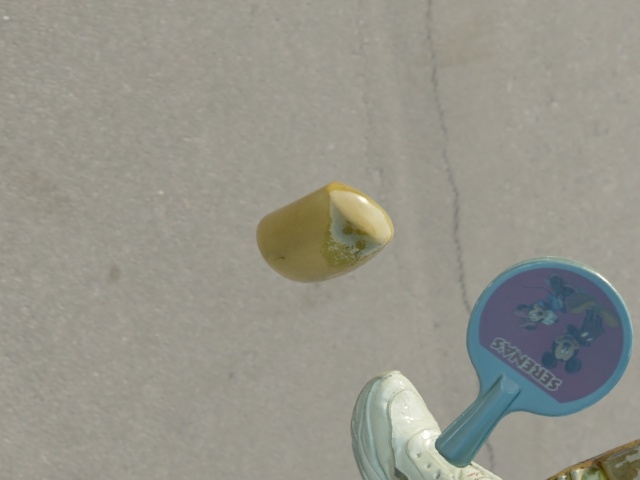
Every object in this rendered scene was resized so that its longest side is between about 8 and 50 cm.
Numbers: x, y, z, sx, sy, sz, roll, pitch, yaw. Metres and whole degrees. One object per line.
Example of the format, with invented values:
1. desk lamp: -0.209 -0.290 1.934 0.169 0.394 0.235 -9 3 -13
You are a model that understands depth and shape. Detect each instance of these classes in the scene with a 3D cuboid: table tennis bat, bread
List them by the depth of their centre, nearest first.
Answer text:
1. table tennis bat: 0.194 0.125 1.125 0.244 0.153 0.040 -54 174 19
2. bread: 0.342 0.281 1.268 0.192 0.210 0.110 52 16 -64
3. bread: 0.000 0.000 1.705 0.147 0.217 0.098 35 51 -21

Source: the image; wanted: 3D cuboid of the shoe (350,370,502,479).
1. shoe: 0.171 0.335 1.594 0.132 0.210 0.342 -6 78 -42
